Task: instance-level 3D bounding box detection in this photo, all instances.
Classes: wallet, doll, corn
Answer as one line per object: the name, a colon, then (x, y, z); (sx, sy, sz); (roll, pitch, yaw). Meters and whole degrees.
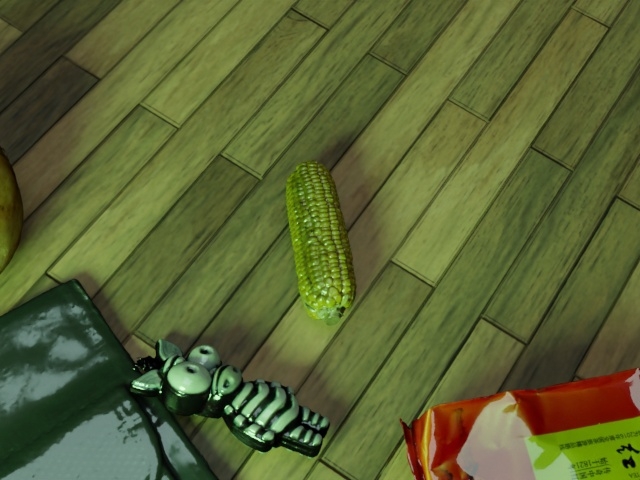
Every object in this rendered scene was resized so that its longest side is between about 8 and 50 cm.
wallet: (-0.276, 0.215, 1.001); (0.247, 0.041, 0.323); (-31, 67, -22)
doll: (-0.096, 0.164, 1.029); (0.219, 0.067, 0.091); (22, 34, 5)
corn: (0.000, 0.000, 1.130); (0.068, 0.068, 0.207); (-4, 62, -9)

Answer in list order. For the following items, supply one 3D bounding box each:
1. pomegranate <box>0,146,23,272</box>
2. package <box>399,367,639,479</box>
pomegranate: (-0.410, -0.038, 1.032); (0.215, 0.215, 0.215); (3, 61, -5)
package: (0.290, 0.236, 1.004); (0.423, 0.123, 0.196); (-10, 65, -12)
